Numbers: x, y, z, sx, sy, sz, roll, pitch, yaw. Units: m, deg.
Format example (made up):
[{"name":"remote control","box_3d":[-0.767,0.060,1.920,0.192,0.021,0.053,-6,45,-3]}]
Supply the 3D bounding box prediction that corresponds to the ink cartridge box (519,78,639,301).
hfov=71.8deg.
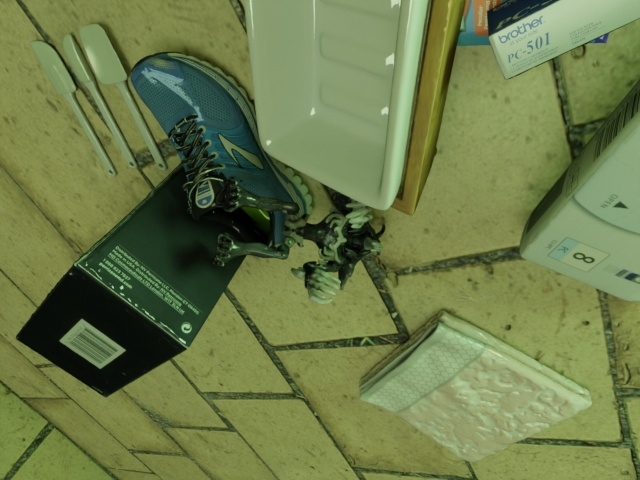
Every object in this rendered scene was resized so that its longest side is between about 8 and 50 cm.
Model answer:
[{"name":"ink cartridge box","box_3d":[0.446,-0.007,0.426,0.384,0.091,0.308,25,153,12]}]

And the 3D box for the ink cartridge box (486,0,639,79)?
[{"name":"ink cartridge box","box_3d":[0.247,-0.214,0.362,0.207,0.097,0.046,-20,119,31]}]

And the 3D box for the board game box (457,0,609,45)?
[{"name":"board game box","box_3d":[0.182,-0.280,0.433,0.210,0.047,0.160,6,129,18]}]

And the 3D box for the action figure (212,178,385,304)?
[{"name":"action figure","box_3d":[0.000,0.000,0.597,0.275,0.141,0.164,6,106,-29]}]

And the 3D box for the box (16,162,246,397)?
[{"name":"box","box_3d":[-0.275,0.055,0.722,0.182,0.294,0.296,43,130,-17]}]

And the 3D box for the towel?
[{"name":"towel","box_3d":[0.274,0.305,0.865,0.316,0.053,0.332,30,133,-3]}]

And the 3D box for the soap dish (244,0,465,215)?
[{"name":"soap dish","box_3d":[0.034,-0.196,0.466,0.228,0.118,0.291,30,140,29]}]

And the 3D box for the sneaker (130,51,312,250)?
[{"name":"sneaker","box_3d":[-0.143,-0.114,0.632,0.129,0.147,0.330,-27,113,36]}]

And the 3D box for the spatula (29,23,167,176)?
[{"name":"spatula","box_3d":[-0.353,-0.213,0.723,0.168,0.019,0.242,-1,126,22]}]
